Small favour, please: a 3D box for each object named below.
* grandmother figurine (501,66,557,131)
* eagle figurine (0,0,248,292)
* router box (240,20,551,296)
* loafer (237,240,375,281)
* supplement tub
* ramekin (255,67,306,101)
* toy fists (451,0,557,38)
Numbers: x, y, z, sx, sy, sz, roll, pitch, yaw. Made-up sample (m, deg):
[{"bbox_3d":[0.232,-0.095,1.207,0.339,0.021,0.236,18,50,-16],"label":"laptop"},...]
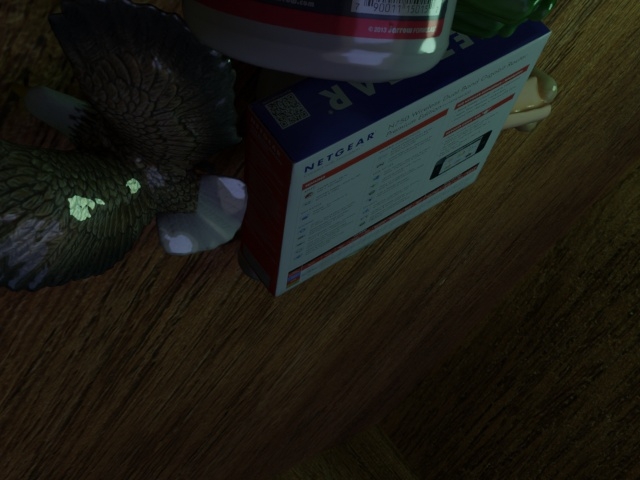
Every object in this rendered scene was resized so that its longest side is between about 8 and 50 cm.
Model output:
[{"bbox_3d":[0.251,-0.198,1.340,0.342,0.104,0.208,-26,146,-36],"label":"grandmother figurine"},{"bbox_3d":[-0.181,-0.080,0.717,0.225,0.226,0.298,-1,-171,-3],"label":"eagle figurine"},{"bbox_3d":[0.072,-0.104,0.948,0.335,0.082,0.301,-29,159,-21],"label":"router box"},{"bbox_3d":[0.000,0.000,1.308,0.319,0.112,0.111,-22,145,-37],"label":"loafer"},{"bbox_3d":[0.014,-0.256,0.535,0.191,0.191,0.272,-17,126,-44],"label":"supplement tub"},{"bbox_3d":[0.035,-0.185,1.000,0.207,0.109,0.207,-33,158,-15],"label":"ramekin"},{"bbox_3d":[0.156,-0.238,0.668,0.142,0.096,0.279,-59,-175,7],"label":"toy fists"}]
